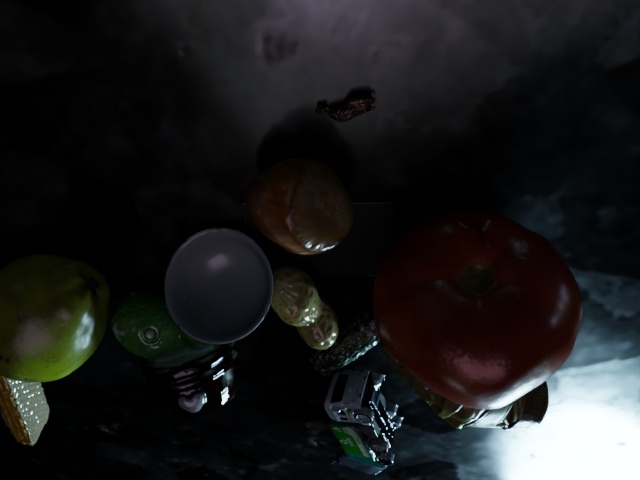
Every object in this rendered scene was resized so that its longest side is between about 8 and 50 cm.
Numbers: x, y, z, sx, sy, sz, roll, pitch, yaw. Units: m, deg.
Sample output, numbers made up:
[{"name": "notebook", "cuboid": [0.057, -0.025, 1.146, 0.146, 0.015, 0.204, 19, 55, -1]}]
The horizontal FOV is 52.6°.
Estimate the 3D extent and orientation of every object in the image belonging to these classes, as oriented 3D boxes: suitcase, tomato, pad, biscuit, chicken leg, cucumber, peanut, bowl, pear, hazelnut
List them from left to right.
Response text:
[{"name": "biscuit", "cuboid": [-0.636, 0.295, 1.353, 0.054, 0.094, 0.379, 12, 132, 4]}, {"name": "pear", "cuboid": [-0.478, 0.135, 1.109, 0.269, 0.212, 0.212, -32, 122, 22]}, {"name": "bowl", "cuboid": [-0.158, 0.077, 1.079, 0.188, 0.189, 0.086, -6, 172, 12]}, {"name": "hazelnut", "cuboid": [-0.035, -0.044, 0.944, 0.150, 0.150, 0.150, 3, 133, 4]}, {"name": "peanut", "cuboid": [-0.027, 0.120, 1.120, 0.089, 0.089, 0.193, -21, 130, 24]}, {"name": "pad", "cuboid": [0.000, 0.000, 1.066, 0.242, 0.004, 0.164, 1, 133, 6]}, {"name": "chicken leg", "cuboid": [0.036, -0.178, 0.888, 0.083, 0.021, 0.036, -10, 141, 21]}, {"name": "suitcase", "cuboid": [0.093, 0.478, 1.456, 0.126, 0.059, 0.086, 25, 132, -16]}, {"name": "cucumber", "cuboid": [0.092, 0.152, 1.156, 0.067, 0.068, 0.293, 34, 126, -23]}, {"name": "tomato", "cuboid": [0.226, 0.110, 0.967, 0.298, 0.299, 0.226, 2, 149, 5]}]

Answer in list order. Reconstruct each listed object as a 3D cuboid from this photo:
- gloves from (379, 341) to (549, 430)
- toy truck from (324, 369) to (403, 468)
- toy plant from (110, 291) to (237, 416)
[{"name": "gloves", "cuboid": [0.257, 0.256, 1.178, 0.330, 0.141, 0.154, 20, 133, -12]}, {"name": "toy truck", "cuboid": [0.092, 0.370, 1.327, 0.124, 0.114, 0.253, -5, 132, 26]}, {"name": "toy plant", "cuboid": [-0.253, 0.192, 1.176, 0.217, 0.175, 0.235, -14, 102, 9]}]
